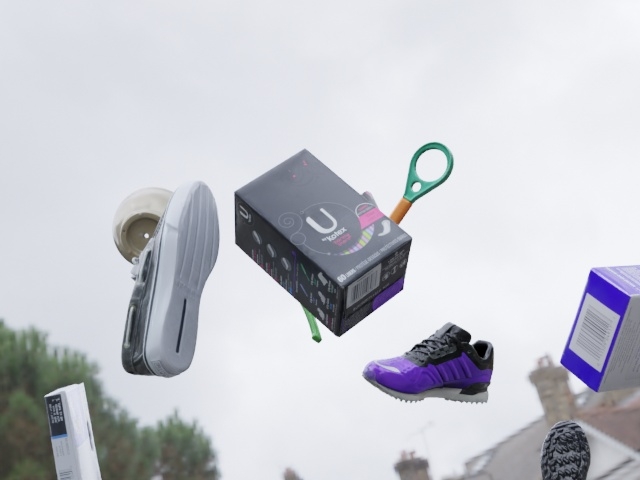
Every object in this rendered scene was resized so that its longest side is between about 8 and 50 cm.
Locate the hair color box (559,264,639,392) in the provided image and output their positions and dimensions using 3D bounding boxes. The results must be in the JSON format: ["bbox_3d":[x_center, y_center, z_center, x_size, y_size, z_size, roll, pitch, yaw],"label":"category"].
[{"bbox_3d":[0.583,0.140,1.840,0.338,0.110,0.185,-1,-64,-30],"label":"hair color box"}]

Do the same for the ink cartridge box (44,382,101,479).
[{"bbox_3d":[-0.442,0.365,1.948,0.045,0.206,0.208,-11,-3,-3],"label":"ink cartridge box"}]

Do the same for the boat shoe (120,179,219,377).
[{"bbox_3d":[-0.248,0.054,1.703,0.119,0.335,0.121,-7,-34,28],"label":"boat shoe"}]

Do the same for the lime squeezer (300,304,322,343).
[{"bbox_3d":[-0.012,0.064,2.116,0.110,0.310,0.059,19,-52,1],"label":"lime squeezer"}]

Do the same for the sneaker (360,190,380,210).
[{"bbox_3d":[0.084,-0.018,2.005,0.077,0.072,0.178,-24,-36,0],"label":"sneaker"}]

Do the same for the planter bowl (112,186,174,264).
[{"bbox_3d":[-0.325,-0.015,2.075,0.162,0.162,0.109,-16,10,4],"label":"planter bowl"}]

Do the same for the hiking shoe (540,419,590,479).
[{"bbox_3d":[0.415,0.424,1.858,0.086,0.227,0.114,4,-26,9],"label":"hiking shoe"}]

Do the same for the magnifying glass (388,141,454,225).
[{"bbox_3d":[0.197,-0.105,2.290,0.231,0.092,0.026,-57,-29,5],"label":"magnifying glass"}]

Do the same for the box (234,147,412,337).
[{"bbox_3d":[0.000,0.000,1.815,0.165,0.270,0.143,-34,-31,-28],"label":"box"}]

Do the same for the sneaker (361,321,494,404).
[{"bbox_3d":[0.209,0.219,2.025,0.293,0.102,0.146,8,-75,-35],"label":"sneaker"}]
